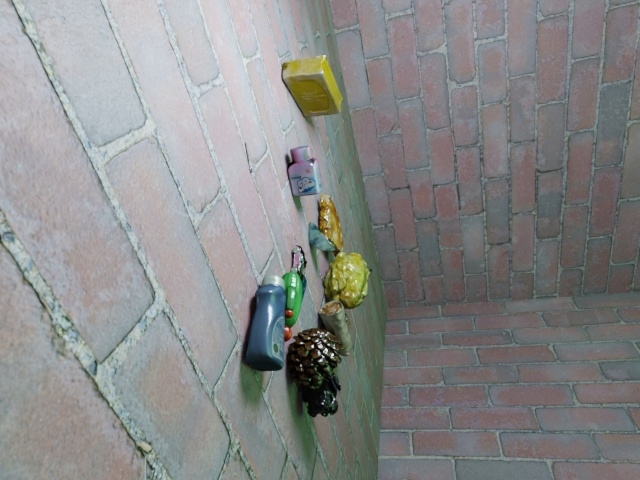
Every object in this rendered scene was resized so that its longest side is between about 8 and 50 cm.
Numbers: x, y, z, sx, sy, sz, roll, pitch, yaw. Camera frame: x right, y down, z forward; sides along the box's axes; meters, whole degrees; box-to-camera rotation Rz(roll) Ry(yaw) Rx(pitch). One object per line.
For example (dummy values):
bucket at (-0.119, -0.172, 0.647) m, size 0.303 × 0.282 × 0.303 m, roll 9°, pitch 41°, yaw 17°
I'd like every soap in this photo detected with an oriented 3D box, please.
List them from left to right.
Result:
soap at (-0.030, -0.666, 1.850) m, size 0.315 × 0.199 × 0.091 m, roll 44°, pitch 46°, yaw -69°

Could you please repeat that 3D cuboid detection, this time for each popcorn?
popcorn at (0.133, 0.196, 2.054) m, size 0.252 × 0.215 × 0.286 m, roll 58°, pitch 44°, yaw -63°

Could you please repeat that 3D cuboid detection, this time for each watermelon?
watermelon at (-0.003, -0.001, 1.870) m, size 0.094 × 0.081 × 0.180 m, roll 31°, pitch 15°, yaw -48°

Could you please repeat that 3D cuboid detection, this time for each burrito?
burrito at (0.073, 0.388, 1.898) m, size 0.143 × 0.105 × 0.299 m, roll 42°, pitch -28°, yaw 52°

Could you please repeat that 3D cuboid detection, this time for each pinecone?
pinecone at (-0.019, 0.406, 1.458) m, size 0.179 × 0.184 × 0.204 m, roll 17°, pitch 75°, yaw -55°

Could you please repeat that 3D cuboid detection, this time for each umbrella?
umbrella at (-0.011, 0.501, 1.598) m, size 0.128 × 0.154 × 0.336 m, roll 32°, pitch 24°, yaw -32°

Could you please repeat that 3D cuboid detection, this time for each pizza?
pizza at (0.042, -0.058, 2.074) m, size 0.226 × 0.086 × 0.335 m, roll -56°, pitch 136°, yaw -61°

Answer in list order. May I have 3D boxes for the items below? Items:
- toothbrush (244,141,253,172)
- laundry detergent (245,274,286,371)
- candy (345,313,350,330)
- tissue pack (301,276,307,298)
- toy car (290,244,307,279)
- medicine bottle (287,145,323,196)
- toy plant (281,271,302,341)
toothbrush at (-0.223, -0.258, 1.310) m, size 0.006 × 0.008 × 0.096 m, roll -92°, pitch 172°, yaw -79°
laundry detergent at (-0.153, 0.224, 1.228) m, size 0.143 × 0.094 × 0.289 m, roll 60°, pitch 24°, yaw -52°
candy at (0.100, 0.402, 2.078) m, size 0.085 × 0.096 × 0.110 m, roll -76°, pitch 150°, yaw -44°
tissue pack at (-0.074, 0.175, 1.656) m, size 0.138 × 0.028 × 0.085 m, roll -74°, pitch 154°, yaw -47°
toy car at (-0.079, 0.084, 1.616) m, size 0.069 × 0.055 × 0.142 m, roll 62°, pitch 27°, yaw -62°
medicine bottle at (-0.066, -0.279, 1.689) m, size 0.094 × 0.119 × 0.187 m, roll -57°, pitch 139°, yaw -62°
toy plant at (-0.106, 0.213, 1.366) m, size 0.240 × 0.088 × 0.154 m, roll -89°, pitch -166°, yaw -52°
